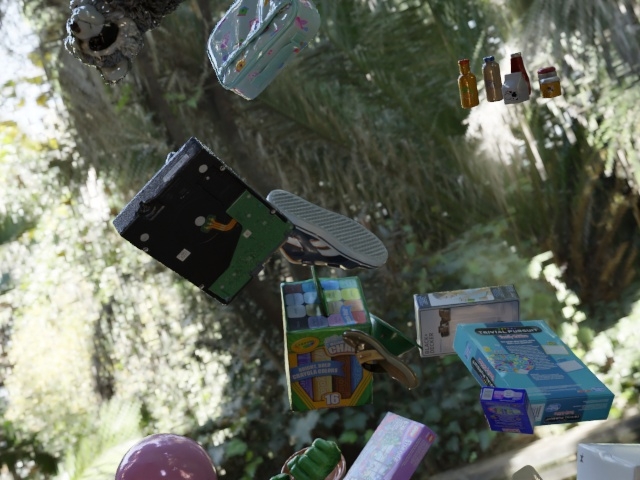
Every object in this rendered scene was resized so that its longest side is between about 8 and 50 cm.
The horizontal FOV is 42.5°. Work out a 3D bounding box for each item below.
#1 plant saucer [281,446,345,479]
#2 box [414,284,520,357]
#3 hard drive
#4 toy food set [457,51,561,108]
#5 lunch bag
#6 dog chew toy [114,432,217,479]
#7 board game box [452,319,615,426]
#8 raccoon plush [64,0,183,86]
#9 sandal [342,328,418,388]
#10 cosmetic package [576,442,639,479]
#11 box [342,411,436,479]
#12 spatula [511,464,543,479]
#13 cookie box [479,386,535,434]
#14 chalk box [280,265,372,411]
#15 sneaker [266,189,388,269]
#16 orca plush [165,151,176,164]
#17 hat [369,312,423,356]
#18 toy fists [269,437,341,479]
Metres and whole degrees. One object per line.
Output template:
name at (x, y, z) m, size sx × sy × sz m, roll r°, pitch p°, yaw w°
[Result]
plant saucer at (-0.019, 0.703, 2.489) m, size 0.199 × 0.037 × 0.200 m, roll -10°, pitch 28°, yaw 6°
box at (0.418, 0.231, 2.353) m, size 0.289 × 0.169 × 0.087 m, roll -5°, pitch 26°, yaw 2°
hard drive at (-0.225, -0.030, 1.683) m, size 0.237 × 0.064 × 0.339 m, roll -46°, pitch -44°, yaw 3°
toy food set at (0.408, -0.350, 1.749) m, size 0.111 × 0.105 × 0.232 m, roll -23°, pitch 17°, yaw -40°
lunch bag at (-0.132, -0.472, 1.877) m, size 0.108 × 0.224 × 0.279 m, roll 23°, pitch -56°, yaw -40°
dog chew toy at (-0.324, 0.556, 1.622) m, size 0.206 × 0.332 × 0.207 m, roll 7°, pitch -35°, yaw 5°
board game box at (0.512, 0.319, 2.022) m, size 0.253 × 0.079 × 0.336 m, roll 0°, pitch 26°, yaw -17°
raccoon plush at (-0.338, -0.496, 1.755) m, size 0.446 × 0.216 × 0.299 m, roll -11°, pitch -42°, yaw -43°
sandal at (0.102, 0.224, 1.527) m, size 0.049 × 0.180 × 0.072 m, roll -42°, pitch -32°, yaw -21°
cosmetic package at (0.710, 0.487, 1.610) m, size 0.365 × 0.155 × 0.197 m, roll 3°, pitch -1°, yaw -13°
box at (0.180, 0.635, 2.328) m, size 0.293 × 0.057 × 0.201 m, roll -53°, pitch 22°, yaw -17°
spatula at (0.377, 0.547, 1.538) m, size 0.168 × 0.242 × 0.019 m, roll -32°, pitch 14°, yaw -3°
cookie box at (0.382, 0.347, 1.681) m, size 0.091 × 0.040 × 0.107 m, roll -1°, pitch -46°, yaw 28°
chalk box at (0.012, 0.193, 1.748) m, size 0.179 × 0.180 × 0.289 m, roll -4°, pitch -56°, yaw -5°
sneaker at (0.000, 0.000, 1.987) m, size 0.127 × 0.321 × 0.126 m, roll -61°, pitch 3°, yaw 34°
orca plush at (-0.355, -0.138, 2.458) m, size 0.102 × 0.287 × 0.151 m, roll -55°, pitch 27°, yaw -10°
hat at (0.134, 0.298, 2.111) m, size 0.184 × 0.173 × 0.208 m, roll -56°, pitch 27°, yaw -3°
toy fists at (-0.063, 0.614, 2.097) m, size 0.279 × 0.096 × 0.142 m, roll -44°, pitch -11°, yaw 1°
